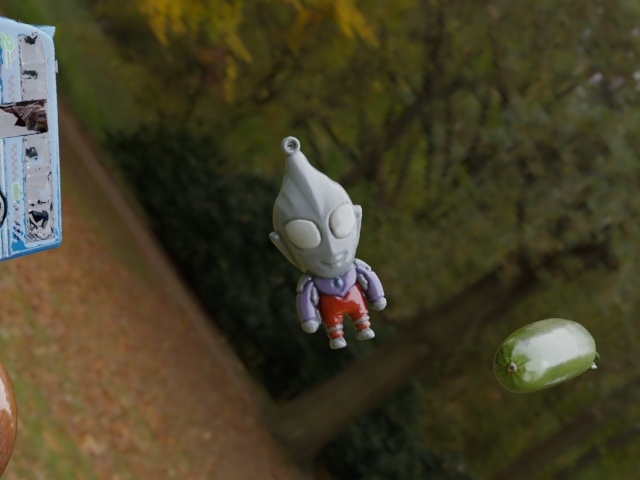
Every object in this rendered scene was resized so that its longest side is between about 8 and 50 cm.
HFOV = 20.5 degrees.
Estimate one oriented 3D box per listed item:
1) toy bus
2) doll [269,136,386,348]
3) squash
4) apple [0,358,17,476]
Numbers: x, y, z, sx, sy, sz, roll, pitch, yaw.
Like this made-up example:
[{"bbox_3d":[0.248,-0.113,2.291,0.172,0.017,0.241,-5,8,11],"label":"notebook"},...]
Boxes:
[{"bbox_3d":[-0.332,-0.105,1.766,0.113,0.134,0.246,8,-77,44],"label":"toy bus"},{"bbox_3d":[0.000,0.000,1.855,0.075,0.102,0.228,164,-89,-76],"label":"doll"},{"bbox_3d":[0.230,0.111,1.762,0.066,0.066,0.252,55,20,13],"label":"squash"},{"bbox_3d":[-0.437,0.176,1.770,0.253,0.253,0.253,56,-3,4],"label":"apple"}]
